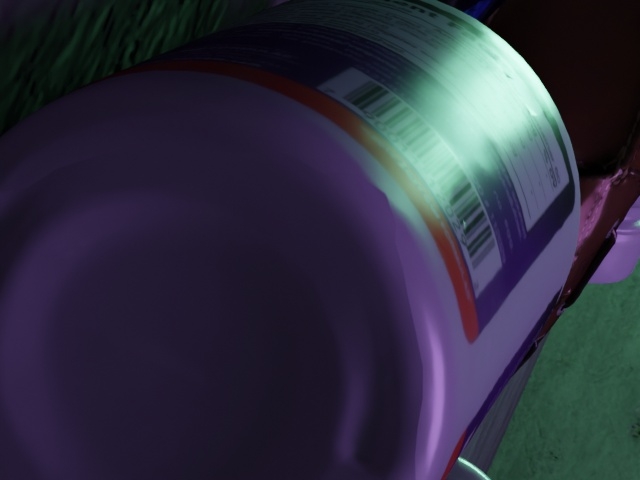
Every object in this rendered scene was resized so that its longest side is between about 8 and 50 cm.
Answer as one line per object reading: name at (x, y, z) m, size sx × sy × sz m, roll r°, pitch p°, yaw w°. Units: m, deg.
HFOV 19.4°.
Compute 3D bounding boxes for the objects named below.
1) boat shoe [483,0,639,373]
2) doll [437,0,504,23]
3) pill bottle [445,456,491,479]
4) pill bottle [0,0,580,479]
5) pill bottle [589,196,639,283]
boat shoe at (0.090, -0.021, 0.820) m, size 0.307 × 0.110 × 0.104 m, roll 102°, pitch 15°, yaw -49°
doll at (0.049, -0.097, 0.625) m, size 0.189 × 0.046 × 0.129 m, roll -46°, pitch 168°, yaw -45°
pill bottle at (0.056, 0.191, 1.095) m, size 0.124 × 0.124 × 0.221 m, roll -64°, pitch 170°, yaw -9°
pill bottle at (0.000, 0.000, 0.429) m, size 0.108 × 0.108 × 0.193 m, roll -69°, pitch 169°, yaw 20°
pill bottle at (0.151, -0.091, 0.944) m, size 0.119 × 0.119 × 0.209 m, roll -43°, pitch 155°, yaw -65°
